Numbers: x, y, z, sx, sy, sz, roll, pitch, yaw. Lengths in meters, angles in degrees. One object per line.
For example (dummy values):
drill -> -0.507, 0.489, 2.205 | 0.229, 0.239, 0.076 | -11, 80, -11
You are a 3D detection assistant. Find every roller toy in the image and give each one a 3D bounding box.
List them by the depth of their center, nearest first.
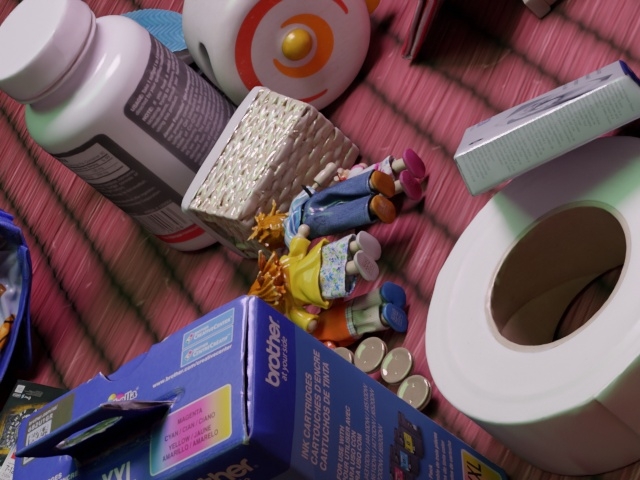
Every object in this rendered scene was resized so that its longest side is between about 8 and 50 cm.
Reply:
roller toy -> -0.046, -0.239, 2.085 | 0.146, 0.209, 0.191 | 48, 127, 56

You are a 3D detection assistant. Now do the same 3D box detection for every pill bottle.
pill bottle -> -0.217, -0.140, 2.075 | 0.176, 0.318, 0.176 | -30, 39, 27

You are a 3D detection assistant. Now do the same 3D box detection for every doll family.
doll family -> 0.000, 0.000, 1.870 | 0.163, 0.118, 0.263 | -21, 44, 37

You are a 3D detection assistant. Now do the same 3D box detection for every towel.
towel -> 0.158, -0.345, 1.989 | 0.199, 0.031, 0.275 | 104, -168, -71

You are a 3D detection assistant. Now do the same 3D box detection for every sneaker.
sneaker -> -0.239, -0.210, 2.231 | 0.229, 0.092, 0.087 | -12, 45, 18

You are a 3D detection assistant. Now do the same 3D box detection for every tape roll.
tape roll -> 0.228, 0.054, 1.574 | 0.286, 0.100, 0.286 | -30, 39, 28

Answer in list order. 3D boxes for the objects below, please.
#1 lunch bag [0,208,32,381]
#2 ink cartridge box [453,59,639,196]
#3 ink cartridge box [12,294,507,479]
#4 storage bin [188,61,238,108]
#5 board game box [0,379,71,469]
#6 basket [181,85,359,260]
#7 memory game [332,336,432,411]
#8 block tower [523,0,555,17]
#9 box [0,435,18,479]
lunch bag -> -0.516, 0.109, 2.272 | 0.328, 0.239, 0.385 | 25, 86, 57
ink cartridge box -> 0.230, -0.115, 1.632 | 0.224, 0.045, 0.223 | -24, 6, 10
ink cartridge box -> -0.067, 0.210, 1.507 | 0.270, 0.395, 0.151 | -30, 40, 29
storage bin -> -0.150, -0.192, 2.255 | 0.180, 0.084, 0.122 | -44, 35, 10
board game box -> -0.320, 0.228, 2.114 | 0.186, 0.026, 0.126 | 5, 63, 51
basket -> -0.051, -0.067, 2.001 | 0.103, 0.113, 0.167 | 19, 73, 50
memory game -> 0.030, 0.178, 1.744 | 0.186, 0.012, 0.186 | -23, 51, 31
block tower -> 0.314, -0.379, 1.881 | 0.335, 0.097, 0.091 | -41, 35, 18
box -> -0.272, 0.283, 1.969 | 0.207, 0.036, 0.114 | 9, 66, 42
